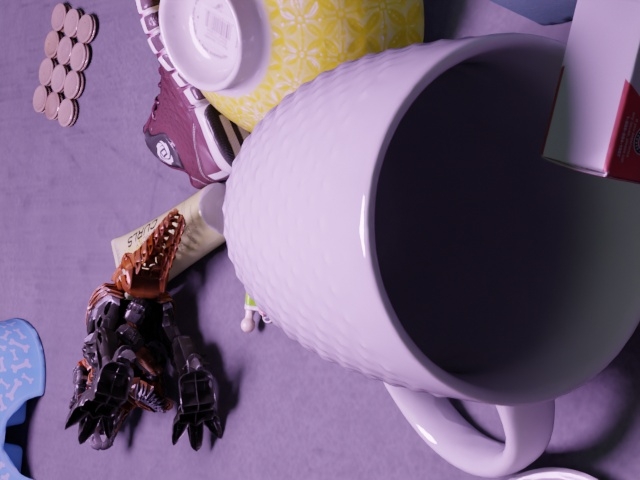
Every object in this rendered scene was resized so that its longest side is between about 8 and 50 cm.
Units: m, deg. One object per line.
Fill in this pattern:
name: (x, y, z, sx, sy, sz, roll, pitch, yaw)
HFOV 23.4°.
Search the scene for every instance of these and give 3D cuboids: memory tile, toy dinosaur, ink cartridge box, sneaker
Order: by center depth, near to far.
ink cartridge box: (0.259, -0.101, 1.126, 0.072, 0.175, 0.127, 21, 100, 53)
sneaker: (-0.163, -0.182, 1.677, 0.162, 0.106, 0.281, -29, 78, 52)
toy dinosaur: (-0.212, 0.110, 1.681, 0.218, 0.164, 0.322, -113, 16, -49)
memory tile: (-0.329, -0.226, 1.987, 0.113, 0.012, 0.148, 26, 105, 49)

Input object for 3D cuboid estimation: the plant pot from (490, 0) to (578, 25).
plant pot: (0.179, -0.326, 1.197, 0.247, 0.252, 0.248, -4, 82, 50)

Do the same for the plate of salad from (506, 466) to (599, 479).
plate of salad: (0.191, 0.285, 1.249, 0.199, 0.048, 0.200, -12, 71, 39)

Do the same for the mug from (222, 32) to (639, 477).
mug: (0.085, 0.025, 1.277, 0.328, 0.276, 0.374, 4, 117, 60)

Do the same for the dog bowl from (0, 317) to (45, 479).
dog bowl: (-0.433, 0.247, 1.992, 0.166, 0.074, 0.297, 0, 85, 50)

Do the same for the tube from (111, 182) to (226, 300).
tube: (-0.170, 0.007, 1.725, 0.240, 0.062, 0.070, -29, 28, 50)

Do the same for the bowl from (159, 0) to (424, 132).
bowl: (-0.058, -0.213, 1.466, 0.289, 0.156, 0.289, 22, 123, 38)

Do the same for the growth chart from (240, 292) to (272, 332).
growth chart: (0.000, 0.000, 1.546, 0.237, 0.021, 0.172, -9, 76, 49)
